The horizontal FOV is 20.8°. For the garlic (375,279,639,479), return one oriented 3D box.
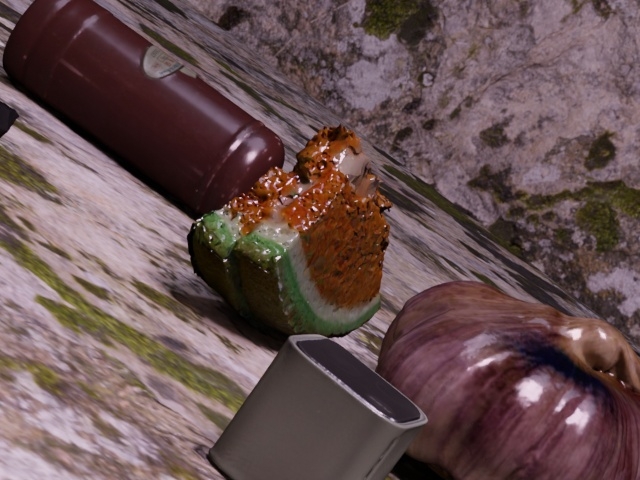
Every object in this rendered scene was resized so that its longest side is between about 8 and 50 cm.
[{"bbox_3d":[0.145,0.114,1.242,0.245,0.160,0.245,33,9,-6],"label":"garlic"}]

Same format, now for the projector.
[{"bbox_3d":[0.000,0.109,0.978,0.083,0.082,0.083,38,9,16],"label":"projector"}]

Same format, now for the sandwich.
[{"bbox_3d":[0.000,0.012,1.316,0.079,0.159,0.235,34,-13,27],"label":"sandwich"}]

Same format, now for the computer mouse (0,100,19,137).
[{"bbox_3d":[-0.267,-0.092,1.165,0.099,0.057,0.172,25,1,-39],"label":"computer mouse"}]

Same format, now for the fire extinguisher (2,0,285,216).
[{"bbox_3d":[-0.108,-0.105,1.546,0.344,0.138,0.102,35,-15,8],"label":"fire extinguisher"}]
